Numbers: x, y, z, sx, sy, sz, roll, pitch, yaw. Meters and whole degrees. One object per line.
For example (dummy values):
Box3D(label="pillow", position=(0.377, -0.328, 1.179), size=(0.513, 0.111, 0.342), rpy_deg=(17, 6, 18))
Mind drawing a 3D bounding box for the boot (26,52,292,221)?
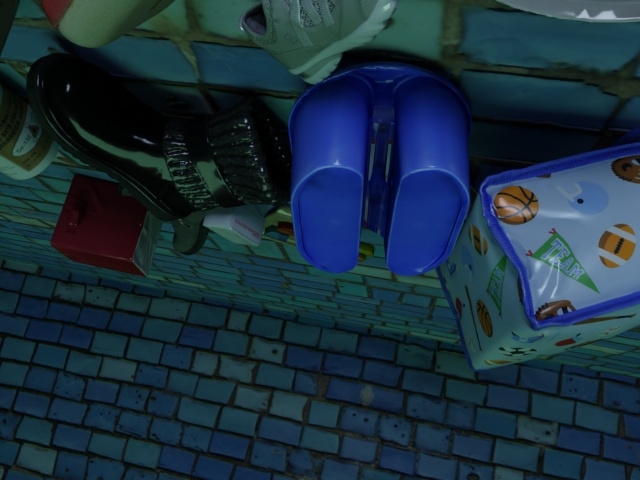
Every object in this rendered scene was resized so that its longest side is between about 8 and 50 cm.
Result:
Box3D(label="boot", position=(-0.215, -0.162, 0.810), size=(0.260, 0.131, 0.348), rpy_deg=(-7, 146, 31))

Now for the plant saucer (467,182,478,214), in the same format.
Box3D(label="plant saucer", position=(0.174, -0.090, 0.939), size=(0.199, 0.036, 0.198), rpy_deg=(12, 164, 4))

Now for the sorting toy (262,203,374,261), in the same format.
Box3D(label="sorting toy", position=(0.000, 0.000, 1.342), size=(0.307, 0.041, 0.229), rpy_deg=(18, 162, -20))

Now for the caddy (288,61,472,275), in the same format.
Box3D(label="caddy", position=(0.077, -0.089, 0.759), size=(0.242, 0.179, 0.341), rpy_deg=(3, 150, 3))

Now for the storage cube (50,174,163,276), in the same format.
Box3D(label="storage cube", position=(-0.518, -0.029, 1.364), size=(0.193, 0.183, 0.215), rpy_deg=(13, 163, -4))

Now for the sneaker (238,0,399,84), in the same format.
Box3D(label="sneaker", position=(-0.003, -0.230, 0.492), size=(0.115, 0.105, 0.281), rpy_deg=(19, 162, -18))

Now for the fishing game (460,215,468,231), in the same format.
Box3D(label="fishing game", position=(0.268, -0.017, 1.107), size=(0.189, 0.041, 0.264), rpy_deg=(22, 160, -38))

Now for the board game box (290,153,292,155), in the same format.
Box3D(label="board game box", position=(-0.011, -0.130, 0.951), size=(0.133, 0.033, 0.168), rpy_deg=(2, 165, 14))

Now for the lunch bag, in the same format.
Box3D(label="lunch bag", position=(0.390, 0.013, 0.768), size=(0.386, 0.238, 0.328), rpy_deg=(-14, 161, -2))

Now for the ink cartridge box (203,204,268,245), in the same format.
Box3D(label="ink cartridge box", position=(-0.146, -0.077, 1.001), size=(0.063, 0.150, 0.109), rpy_deg=(4, 163, 26))

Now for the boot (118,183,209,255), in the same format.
Box3D(label="boot", position=(-0.342, -0.084, 1.230), size=(0.223, 0.118, 0.338), rpy_deg=(22, 150, -20))

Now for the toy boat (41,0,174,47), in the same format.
Box3D(label="toy boat", position=(-0.174, -0.277, 0.456), size=(0.231, 0.151, 0.151), rpy_deg=(-9, 124, 51))

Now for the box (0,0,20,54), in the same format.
Box3D(label="box", position=(-0.377, -0.240, 0.517), size=(0.121, 0.147, 0.311), rpy_deg=(20, 180, -27))

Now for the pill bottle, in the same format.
Box3D(label="pill bottle", position=(-0.567, -0.206, 0.916), size=(0.131, 0.131, 0.229), rpy_deg=(6, 162, 21))

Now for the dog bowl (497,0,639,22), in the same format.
Box3D(label="dog bowl", position=(0.190, -0.263, 0.260), size=(0.349, 0.102, 0.348), rpy_deg=(12, 163, 4))
